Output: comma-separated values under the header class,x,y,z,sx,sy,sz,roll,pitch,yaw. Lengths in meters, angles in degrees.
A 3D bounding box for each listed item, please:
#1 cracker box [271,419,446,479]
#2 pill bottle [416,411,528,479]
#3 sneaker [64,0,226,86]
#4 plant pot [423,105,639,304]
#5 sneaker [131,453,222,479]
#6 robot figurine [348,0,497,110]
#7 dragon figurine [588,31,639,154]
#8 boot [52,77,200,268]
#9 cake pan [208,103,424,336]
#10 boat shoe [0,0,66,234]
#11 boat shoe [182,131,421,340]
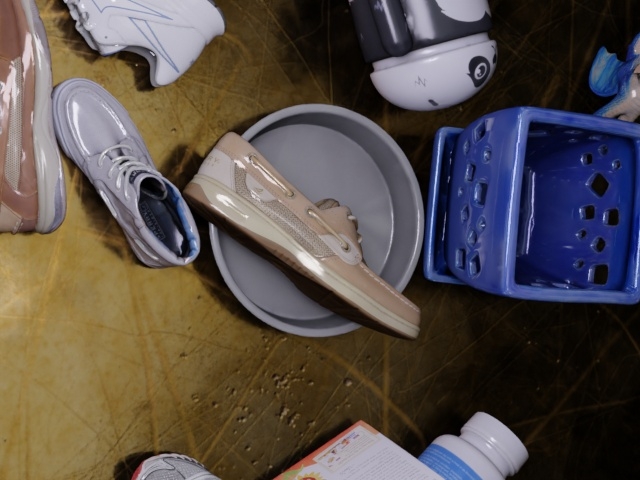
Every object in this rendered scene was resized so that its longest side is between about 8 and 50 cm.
class,x,y,z,sx,sy,sz,roll,pitch,yaw
cracker box,0.060,0.326,1.768,0.156,0.232,0.067,-31,120,-20
pill bottle,0.164,0.330,1.873,0.221,0.124,0.124,-46,106,-16
sneaker,-0.254,-0.296,1.713,0.297,0.111,0.129,35,83,-18
plant pot,0.267,-0.040,1.862,0.236,0.212,0.236,6,87,-33
sneaker,-0.127,0.326,1.767,0.225,0.093,0.088,27,79,-20
robot figurine,0.126,-0.303,1.834,0.209,0.173,0.278,-17,96,-22
dragon figurine,0.430,-0.230,2.011,0.085,0.144,0.289,31,59,-18
boot,-0.222,-0.082,1.712,0.095,0.123,0.258,-37,103,-19
cake pan,-0.010,-0.025,1.840,0.293,0.054,0.293,0,90,-23
boat shoe,-0.369,-0.163,1.655,0.116,0.123,0.324,-9,91,-21
boat shoe,0.000,0.000,1.749,0.341,0.121,0.110,36,77,-17
